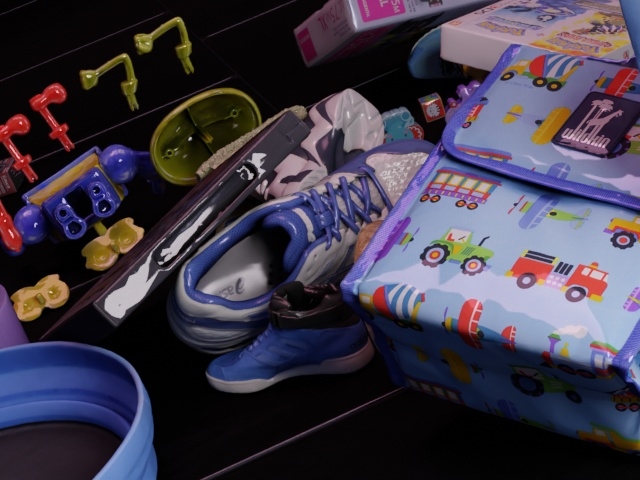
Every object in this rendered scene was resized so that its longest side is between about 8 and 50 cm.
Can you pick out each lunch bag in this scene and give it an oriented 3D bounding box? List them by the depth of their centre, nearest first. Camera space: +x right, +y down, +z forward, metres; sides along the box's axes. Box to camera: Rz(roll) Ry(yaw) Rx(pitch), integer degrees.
[{"bbox_3d":[0.189,-0.019,1.154,0.221,0.138,0.293,14,61,33],"label":"lunch bag"}]

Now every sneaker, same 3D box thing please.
[{"bbox_3d":[-0.037,0.077,1.365,0.152,0.085,0.058,-10,25,24],"label":"sneaker"},{"bbox_3d":[0.000,0.000,1.422,0.296,0.112,0.131,-35,-11,-13],"label":"sneaker"},{"bbox_3d":[-0.033,-0.036,1.607,0.153,0.094,0.235,-24,42,43],"label":"sneaker"},{"bbox_3d":[0.171,-0.215,1.874,0.162,0.063,0.073,-8,29,29],"label":"sneaker"}]

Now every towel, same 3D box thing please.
[{"bbox_3d":[-0.075,-0.079,1.710,0.148,0.110,0.027,-34,66,-26],"label":"towel"}]

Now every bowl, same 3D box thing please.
[{"bbox_3d":[-0.312,0.217,1.292,0.391,0.077,0.391,-17,23,8],"label":"bowl"}]

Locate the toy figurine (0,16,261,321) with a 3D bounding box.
[{"bbox_3d":[-0.259,-0.084,1.775,0.362,0.191,0.217,-37,12,-6],"label":"toy figurine"}]

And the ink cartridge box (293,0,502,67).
[{"bbox_3d":[0.142,-0.286,1.937,0.311,0.065,0.186,-18,-1,-20],"label":"ink cartridge box"}]

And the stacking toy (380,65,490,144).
[{"bbox_3d":[0.118,-0.129,1.737,0.221,0.052,0.167,-19,21,1],"label":"stacking toy"}]

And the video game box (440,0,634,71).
[{"bbox_3d":[0.265,-0.220,1.741,0.205,0.048,0.187,20,36,40],"label":"video game box"}]

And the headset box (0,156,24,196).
[{"bbox_3d":[-0.426,-0.078,2.103,0.083,0.032,0.062,-18,23,10],"label":"headset box"}]

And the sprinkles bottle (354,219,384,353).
[{"bbox_3d":[0.208,0.012,1.261,0.355,0.121,0.121,-12,24,21],"label":"sprinkles bottle"}]

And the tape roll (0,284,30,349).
[{"bbox_3d":[-0.376,0.120,1.560,0.189,0.080,0.189,-17,22,7],"label":"tape roll"}]

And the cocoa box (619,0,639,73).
[{"bbox_3d":[0.371,-0.063,0.998,0.228,0.347,0.231,-36,26,-32],"label":"cocoa box"}]

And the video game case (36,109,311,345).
[{"bbox_3d":[-0.141,0.004,1.471,0.248,0.035,0.275,-46,6,-22],"label":"video game case"}]

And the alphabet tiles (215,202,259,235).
[{"bbox_3d":[-0.014,-0.063,1.758,0.198,0.009,0.237,-16,24,10],"label":"alphabet tiles"}]
